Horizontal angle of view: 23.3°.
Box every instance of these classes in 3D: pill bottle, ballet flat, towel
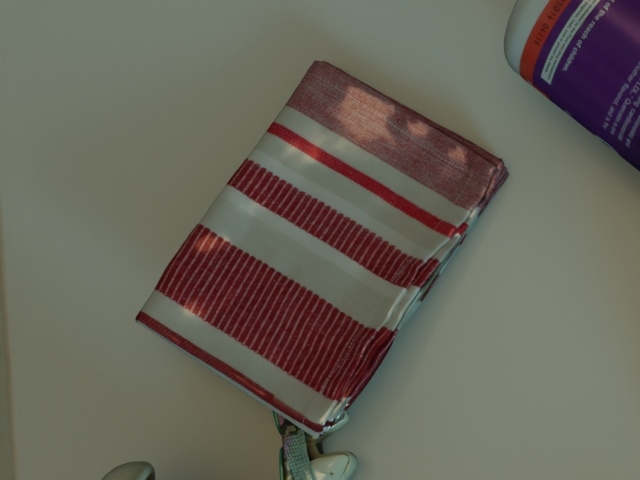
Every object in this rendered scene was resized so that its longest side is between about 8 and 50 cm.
[{"bbox_3d":[0.334,-0.141,1.406,0.323,0.181,0.181,42,93,19],"label":"pill bottle"},{"bbox_3d":[-0.008,0.191,1.502,0.079,0.077,0.221,-14,72,10],"label":"ballet flat"},{"bbox_3d":[0.000,0.000,1.519,0.237,0.037,0.329,30,77,20],"label":"towel"}]

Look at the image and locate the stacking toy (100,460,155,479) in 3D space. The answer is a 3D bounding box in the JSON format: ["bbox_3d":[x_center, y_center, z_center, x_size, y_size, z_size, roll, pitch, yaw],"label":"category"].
[{"bbox_3d":[-0.022,0.419,1.378,0.480,0.350,0.350,16,84,1],"label":"stacking toy"}]
